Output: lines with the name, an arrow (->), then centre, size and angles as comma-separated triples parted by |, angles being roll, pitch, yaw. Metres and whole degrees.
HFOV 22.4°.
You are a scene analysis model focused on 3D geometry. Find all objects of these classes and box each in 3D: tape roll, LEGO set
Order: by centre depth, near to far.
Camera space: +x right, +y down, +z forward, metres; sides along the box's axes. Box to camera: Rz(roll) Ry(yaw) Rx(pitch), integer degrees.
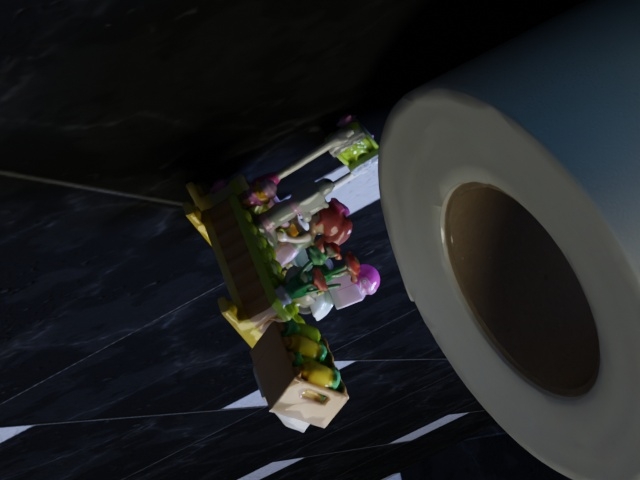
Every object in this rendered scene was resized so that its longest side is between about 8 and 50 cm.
tape roll -> 0.169, -0.009, 0.892 | 0.169, 0.246, 0.246 | -29, 169, -21
LEGO set -> 0.000, 0.000, 0.926 | 0.107, 0.132, 0.287 | -31, -172, 6
